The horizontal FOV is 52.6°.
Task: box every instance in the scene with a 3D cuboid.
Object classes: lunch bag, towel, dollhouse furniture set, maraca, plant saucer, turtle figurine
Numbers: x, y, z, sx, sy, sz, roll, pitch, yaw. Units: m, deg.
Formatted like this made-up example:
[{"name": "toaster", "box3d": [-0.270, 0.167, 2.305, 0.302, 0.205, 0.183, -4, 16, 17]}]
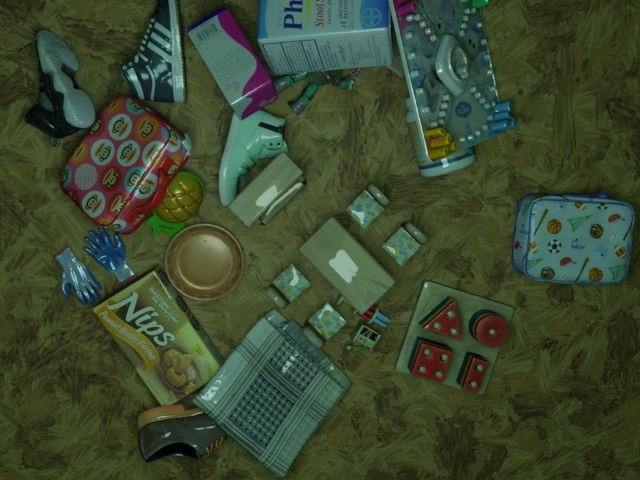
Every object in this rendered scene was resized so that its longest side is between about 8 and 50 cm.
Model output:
[{"name": "lunch bag", "box3d": [-0.447, -0.168, 1.510, 0.258, 0.120, 0.293, 39, 94, 25]}, {"name": "towel", "box3d": [-0.108, 0.377, 1.636, 0.312, 0.056, 0.324, 45, 64, -9]}, {"name": "lunch bag", "box3d": [0.661, -0.010, 1.685, 0.303, 0.115, 0.244, 3, 95, -4]}, {"name": "dollhouse furniture set", "box3d": [0.000, 0.000, 1.524, 0.362, 0.256, 0.394, -45, 89, 3]}, {"name": "maraca", "box3d": [-0.358, -0.088, 1.594, 0.127, 0.099, 0.186, 14, 115, -34]}, {"name": "plant saucer", "box3d": [-0.294, 0.053, 1.647, 0.199, 0.037, 0.200, -1, 99, -5]}, {"name": "turtle figurine", "box3d": [-0.001, -0.420, 1.573, 0.234, 0.118, 0.175, -38, 99, 7]}]

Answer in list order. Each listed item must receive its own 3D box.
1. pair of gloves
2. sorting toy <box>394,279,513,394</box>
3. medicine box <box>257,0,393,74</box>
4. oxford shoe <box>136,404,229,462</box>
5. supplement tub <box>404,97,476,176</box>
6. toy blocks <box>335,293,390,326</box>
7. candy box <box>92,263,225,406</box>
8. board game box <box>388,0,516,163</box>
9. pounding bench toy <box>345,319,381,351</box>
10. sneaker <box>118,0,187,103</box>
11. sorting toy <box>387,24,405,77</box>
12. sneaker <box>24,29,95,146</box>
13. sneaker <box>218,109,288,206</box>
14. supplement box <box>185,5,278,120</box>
[{"name": "pair of gloves", "box3d": [-0.575, 0.068, 1.635, 0.198, 0.023, 0.159, -32, 99, -1]}, {"name": "sorting toy", "box3d": [0.361, 0.266, 1.709, 0.256, 0.089, 0.256, 17, 96, -7]}, {"name": "medicine box", "box3d": [0.016, -0.537, 1.463, 0.289, 0.149, 0.264, -2, 74, 9]}, {"name": "oxford shoe", "box3d": [-0.274, 0.486, 1.635, 0.363, 0.133, 0.130, -6, 138, -12]}, {"name": "supplement tub", "box3d": [0.292, -0.270, 1.598, 0.144, 0.144, 0.200, -18, 100, -2]}, {"name": "toy blocks", "box3d": [0.132, 0.150, 1.690, 0.148, 0.054, 0.123, 30, 95, -8]}, {"name": "candy box", "box3d": [-0.403, 0.243, 1.641, 0.182, 0.087, 0.317, -32, 99, 1]}, {"name": "board game box", "box3d": [0.320, -0.410, 1.496, 0.389, 0.050, 0.391, -26, 105, -45]}, {"name": "pounding bench toy", "box3d": [0.113, 0.265, 1.706, 0.065, 0.052, 0.083, 31, 95, -9]}, {"name": "sneaker", "box3d": [-0.402, -0.467, 1.535, 0.153, 0.099, 0.283, -4, 101, -6]}, {"name": "sorting toy", "box3d": [0.163, -0.528, 1.588, 0.208, 0.038, 0.193, 33, 77, -13]}, {"name": "sneaker", "box3d": [-0.640, -0.354, 1.526, 0.153, 0.101, 0.269, -31, 77, 25]}, {"name": "sneaker", "box3d": [-0.161, -0.196, 1.592, 0.150, 0.094, 0.256, 13, 94, 0]}, {"name": "supplement box", "box3d": [-0.205, -0.412, 1.520, 0.111, 0.114, 0.220, -30, 78, 0]}]
